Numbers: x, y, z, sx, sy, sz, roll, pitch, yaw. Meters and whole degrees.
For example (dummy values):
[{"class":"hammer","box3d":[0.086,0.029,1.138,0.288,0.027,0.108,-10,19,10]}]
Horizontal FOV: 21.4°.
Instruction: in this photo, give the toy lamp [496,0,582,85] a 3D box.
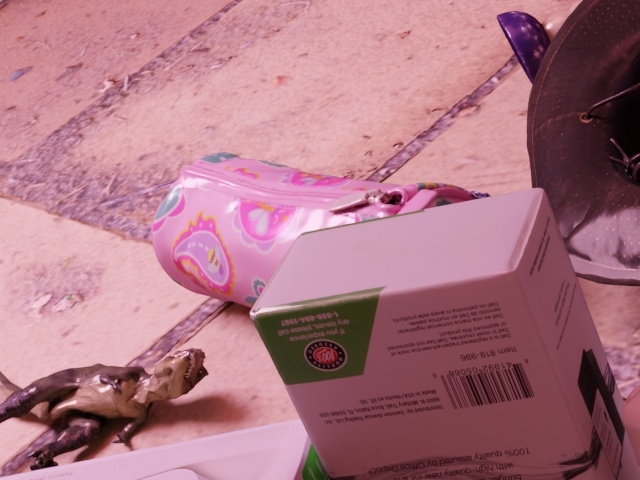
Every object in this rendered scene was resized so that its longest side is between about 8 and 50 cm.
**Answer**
[{"class":"toy lamp","box3d":[0.286,-0.219,1.415,0.275,0.080,0.080,-28,27,8]}]

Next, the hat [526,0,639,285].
[{"class":"hat","box3d":[0.288,-0.080,1.108,0.331,0.134,0.331,-34,34,26]}]

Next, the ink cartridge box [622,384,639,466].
[{"class":"ink cartridge box","box3d":[0.298,0.095,0.839,0.172,0.100,0.237,-39,31,-27]}]

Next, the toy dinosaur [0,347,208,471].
[{"class":"toy dinosaur","box3d":[-0.195,0.125,1.253,0.268,0.064,0.118,-4,28,40]}]

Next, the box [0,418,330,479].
[{"class":"box","box3d":[-0.120,0.235,0.924,0.262,0.126,0.231,-13,28,21]}]

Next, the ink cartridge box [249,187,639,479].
[{"class":"ink cartridge box","box3d":[0.077,0.090,0.920,0.153,0.208,0.087,-10,28,26]}]

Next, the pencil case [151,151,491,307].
[{"class":"pencil case","box3d":[0.000,0.000,1.239,0.124,0.124,0.284,-42,30,-28]}]
